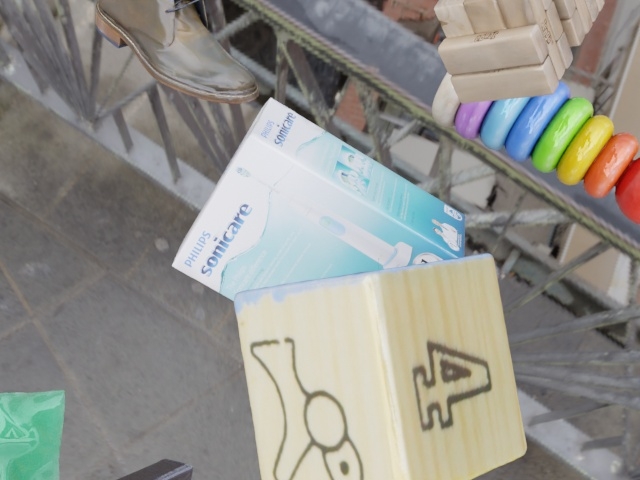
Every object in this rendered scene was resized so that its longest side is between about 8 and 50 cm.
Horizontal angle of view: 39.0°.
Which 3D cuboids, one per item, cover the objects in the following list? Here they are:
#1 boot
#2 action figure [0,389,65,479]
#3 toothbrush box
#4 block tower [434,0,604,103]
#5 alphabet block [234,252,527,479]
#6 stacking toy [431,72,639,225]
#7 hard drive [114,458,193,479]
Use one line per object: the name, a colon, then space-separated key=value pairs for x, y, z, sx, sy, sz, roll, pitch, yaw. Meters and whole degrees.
boot: x=-0.149 y=-0.228 z=0.931 sx=0.219 sy=0.106 sz=0.082 roll=32 pitch=43 yaw=18
action figure: x=-0.202 y=0.207 z=0.511 sx=0.137 sy=0.063 sz=0.232 roll=-2 pitch=66 yaw=-27
toothbrush box: x=0.000 y=0.000 z=1.127 sx=0.296 sy=0.216 sz=0.126 roll=29 pitch=30 yaw=-8
block tower: x=0.219 y=-0.266 z=0.825 sx=0.097 sy=0.091 sz=0.335 roll=2 pitch=46 yaw=39
alphabet block: x=0.056 y=0.126 z=0.858 sx=0.193 sy=0.192 sz=0.197 roll=-7 pitch=87 yaw=-44
stacking toy: x=0.309 y=-0.124 z=1.137 sx=0.330 sy=0.141 sz=0.141 roll=37 pitch=74 yaw=14
hard drive: x=-0.265 y=0.408 z=1.174 sx=0.054 sy=0.172 sz=0.254 roll=31 pitch=113 yaw=28
